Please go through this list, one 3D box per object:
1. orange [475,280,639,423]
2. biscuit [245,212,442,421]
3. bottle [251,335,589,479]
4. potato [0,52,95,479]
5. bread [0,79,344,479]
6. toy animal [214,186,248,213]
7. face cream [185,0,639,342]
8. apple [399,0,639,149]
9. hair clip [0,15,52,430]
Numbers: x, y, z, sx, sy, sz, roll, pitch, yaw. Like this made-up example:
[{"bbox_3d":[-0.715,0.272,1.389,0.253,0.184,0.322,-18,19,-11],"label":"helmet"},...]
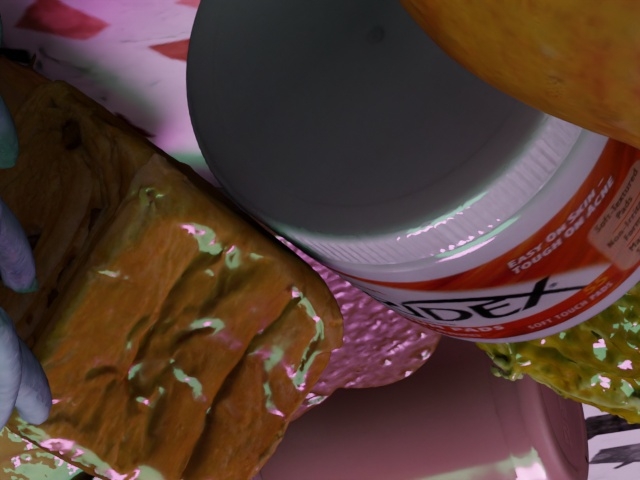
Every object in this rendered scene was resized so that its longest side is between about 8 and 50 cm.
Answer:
[{"bbox_3d":[0.215,-0.005,1.112,0.301,0.223,0.300,-2,151,-15],"label":"orange"},{"bbox_3d":[-0.055,0.054,1.255,0.290,0.041,0.208,-1,137,-20],"label":"biscuit"},{"bbox_3d":[0.048,0.146,1.488,0.297,0.173,0.206,-17,-170,18],"label":"bottle"},{"bbox_3d":[-0.205,-0.002,1.025,0.229,0.229,0.266,-18,135,22],"label":"potato"},{"bbox_3d":[-0.093,0.032,0.894,0.143,0.158,0.149,33,94,-41],"label":"bread"},{"bbox_3d":[0.014,-0.005,1.272,0.075,0.041,0.217,-21,150,31],"label":"toy animal"},{"bbox_3d":[0.064,-0.065,0.932,0.201,0.201,0.187,-18,156,21],"label":"face cream"},{"bbox_3d":[0.135,-0.178,0.606,0.299,0.299,0.275,-7,129,-5],"label":"apple"},{"bbox_3d":[-0.241,-0.041,0.741,0.238,0.318,0.392,-8,155,-5],"label":"hair clip"}]
